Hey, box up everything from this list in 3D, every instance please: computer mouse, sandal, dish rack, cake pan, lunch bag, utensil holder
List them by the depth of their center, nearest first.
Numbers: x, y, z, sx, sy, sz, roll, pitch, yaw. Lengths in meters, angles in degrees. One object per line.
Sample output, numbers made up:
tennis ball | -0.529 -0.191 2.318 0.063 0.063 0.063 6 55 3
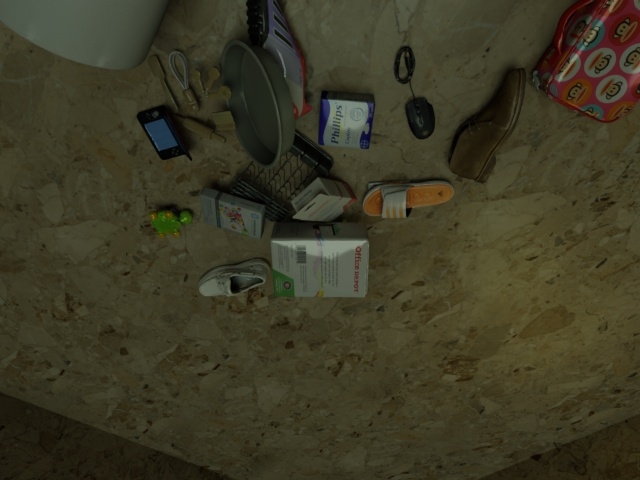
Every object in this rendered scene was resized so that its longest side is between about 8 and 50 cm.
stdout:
utensil holder | -0.408 -0.566 0.757 0.327 0.328 0.385 28 124 -18
lunch bag | 0.638 -0.435 0.937 0.258 0.120 0.293 20 126 -11
cake pan | -0.148 -0.317 0.990 0.054 0.293 0.293 -24 132 -26
computer mouse | 0.239 -0.362 1.059 0.071 0.041 0.242 -17 124 16
dish rack | -0.119 -0.179 1.198 0.208 0.074 0.271 34 123 -20
sandal | 0.253 -0.115 1.208 0.265 0.076 0.102 -9 126 10

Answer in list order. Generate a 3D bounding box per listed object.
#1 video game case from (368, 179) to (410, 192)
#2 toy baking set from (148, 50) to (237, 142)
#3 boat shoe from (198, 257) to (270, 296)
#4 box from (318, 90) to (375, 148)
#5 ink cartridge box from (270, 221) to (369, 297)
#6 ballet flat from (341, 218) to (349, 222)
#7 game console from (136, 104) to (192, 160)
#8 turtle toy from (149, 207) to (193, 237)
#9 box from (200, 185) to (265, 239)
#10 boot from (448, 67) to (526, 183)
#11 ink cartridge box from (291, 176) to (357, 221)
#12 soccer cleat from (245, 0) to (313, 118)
video game case | 0.204 -0.137 1.250 0.121 0.011 0.087 -3 128 4
toy baking set | -0.319 -0.365 1.069 0.256 0.030 0.197 23 129 9
boat shoe | -0.305 0.143 1.430 0.277 0.096 0.098 -20 124 17
box | 0.065 -0.311 1.086 0.137 0.072 0.126 4 127 0
ink cartridge box | 0.000 0.057 1.251 0.278 0.117 0.202 0 119 2
ballet flat | 0.000 0.000 1.334 0.230 0.077 0.077 -26 101 17
game console | -0.418 -0.276 1.125 0.124 0.085 0.144 -13 125 11
turtle toy | -0.460 -0.063 1.300 0.130 0.066 0.095 -4 127 5
box | -0.259 -0.078 1.253 0.186 0.038 0.145 17 147 0
boot | 0.420 -0.290 1.073 0.115 0.112 0.305 16 129 4
ink cartridge box | 0.002 -0.112 1.172 0.115 0.067 0.198 -39 161 26
soccer cleat | -0.094 -0.443 0.989 0.116 0.108 0.318 -19 122 -18
